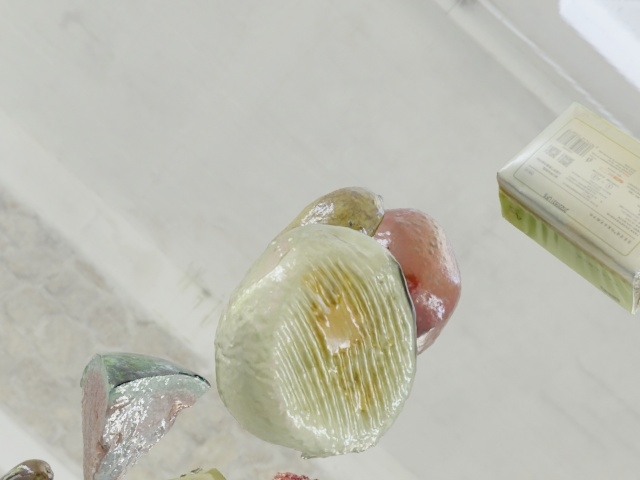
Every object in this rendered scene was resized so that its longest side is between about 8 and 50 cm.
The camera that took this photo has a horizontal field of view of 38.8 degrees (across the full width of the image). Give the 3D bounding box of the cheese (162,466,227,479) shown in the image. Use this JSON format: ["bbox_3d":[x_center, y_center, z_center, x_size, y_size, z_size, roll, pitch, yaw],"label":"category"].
[{"bbox_3d":[-0.117,0.298,0.546,0.128,0.259,0.316,-45,-125,46],"label":"cheese"}]

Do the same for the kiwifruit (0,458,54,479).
[{"bbox_3d":[-0.503,0.417,1.531,0.124,0.075,0.075,-37,-78,19],"label":"kiwifruit"}]

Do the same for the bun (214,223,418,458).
[{"bbox_3d":[-0.006,0.110,0.959,0.153,0.244,0.244,5,-46,57],"label":"bun"}]

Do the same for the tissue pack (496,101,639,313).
[{"bbox_3d":[0.361,-0.045,1.162,0.234,0.159,0.125,42,-11,34],"label":"tissue pack"}]

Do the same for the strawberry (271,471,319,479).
[{"bbox_3d":[0.015,0.505,1.687,0.188,0.106,0.286,-18,-55,35],"label":"strawberry"}]

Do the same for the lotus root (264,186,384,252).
[{"bbox_3d":[0.000,0.000,1.398,0.110,0.258,0.097,28,-29,40],"label":"lotus root"}]

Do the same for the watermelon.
[{"bbox_3d":[-0.270,0.205,1.141,0.207,0.202,0.136,-5,-52,41],"label":"watermelon"}]

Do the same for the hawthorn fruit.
[{"bbox_3d":[0.098,0.099,1.567,0.287,0.330,0.287,4,-55,6],"label":"hawthorn fruit"}]
